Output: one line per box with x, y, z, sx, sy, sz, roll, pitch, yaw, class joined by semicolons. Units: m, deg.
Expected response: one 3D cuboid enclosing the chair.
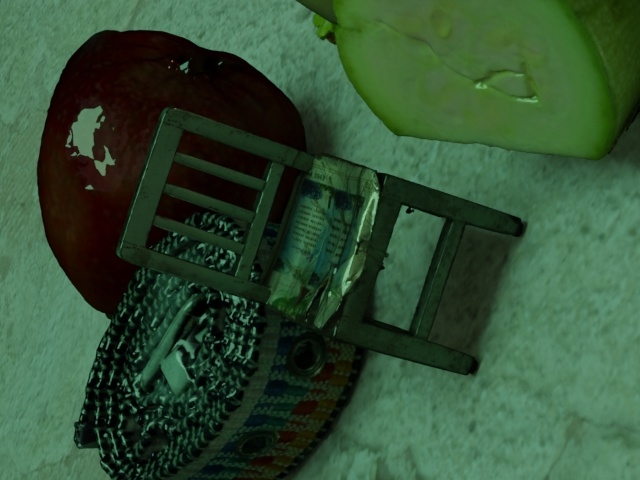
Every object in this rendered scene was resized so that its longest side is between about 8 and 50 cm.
0.000;0.000;1.389;0.147;0.270;0.136;21;92;65;chair

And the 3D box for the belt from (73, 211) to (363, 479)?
-0.081;0.116;1.612;0.207;0.160;0.295;51;122;40;belt

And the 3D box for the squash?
0.175;-0.241;1.331;0.234;0.210;0.309;8;44;37;squash

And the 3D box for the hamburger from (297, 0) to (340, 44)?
0.070;-0.308;1.555;0.294;0.179;0.276;-19;60;54;hamburger

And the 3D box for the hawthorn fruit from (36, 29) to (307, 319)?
-0.159;-0.046;1.748;0.307;0.265;0.265;-67;26;21;hawthorn fruit
